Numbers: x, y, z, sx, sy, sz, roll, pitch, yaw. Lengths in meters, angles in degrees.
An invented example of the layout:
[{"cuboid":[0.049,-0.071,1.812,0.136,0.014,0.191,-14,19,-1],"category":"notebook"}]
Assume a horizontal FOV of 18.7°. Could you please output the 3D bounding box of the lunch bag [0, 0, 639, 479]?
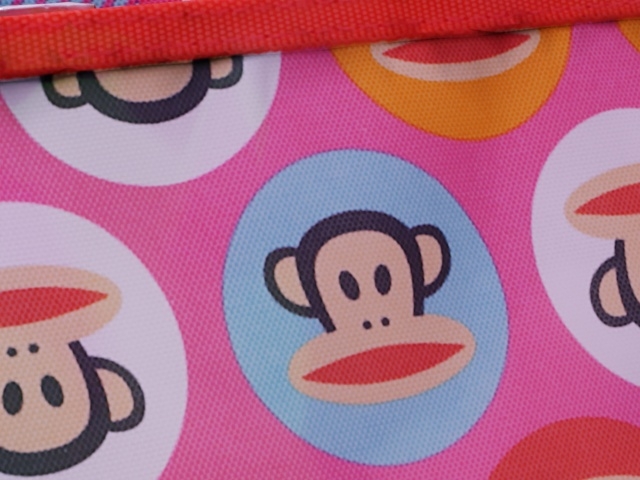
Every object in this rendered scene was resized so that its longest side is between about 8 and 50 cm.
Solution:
[{"cuboid":[0.000,0.000,0.452,0.293,0.120,0.258,-9,78,-26],"category":"lunch bag"}]
